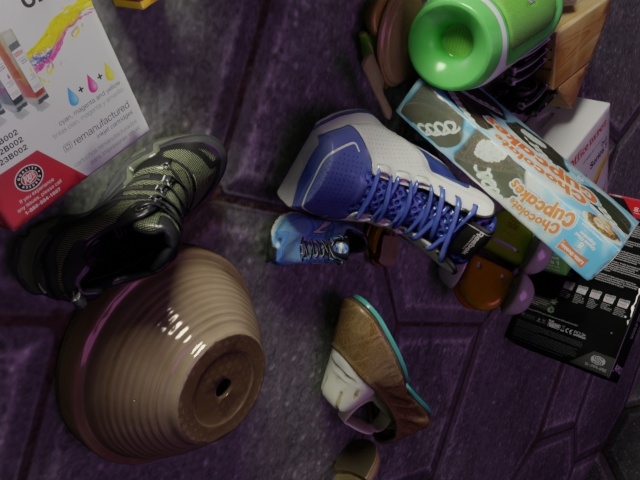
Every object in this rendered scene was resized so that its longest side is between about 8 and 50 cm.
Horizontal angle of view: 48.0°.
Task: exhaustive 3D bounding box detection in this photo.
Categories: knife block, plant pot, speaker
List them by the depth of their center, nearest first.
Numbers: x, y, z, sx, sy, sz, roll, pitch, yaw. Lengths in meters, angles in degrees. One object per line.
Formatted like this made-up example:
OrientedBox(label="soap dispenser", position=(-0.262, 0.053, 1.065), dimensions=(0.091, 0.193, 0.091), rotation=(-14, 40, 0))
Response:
OrientedBox(label="plant pot", position=(-0.133, 0.130, 0.730), dimensions=(0.237, 0.110, 0.237), rotation=(-28, 128, -44))
OrientedBox(label="speaker", position=(0.230, -0.293, 0.960), dimensions=(0.296, 0.131, 0.131), rotation=(-39, 134, -47))
OrientedBox(label="knife block", position=(0.363, -0.326, 1.172), dimensions=(0.242, 0.088, 0.275), rotation=(25, 87, -54))

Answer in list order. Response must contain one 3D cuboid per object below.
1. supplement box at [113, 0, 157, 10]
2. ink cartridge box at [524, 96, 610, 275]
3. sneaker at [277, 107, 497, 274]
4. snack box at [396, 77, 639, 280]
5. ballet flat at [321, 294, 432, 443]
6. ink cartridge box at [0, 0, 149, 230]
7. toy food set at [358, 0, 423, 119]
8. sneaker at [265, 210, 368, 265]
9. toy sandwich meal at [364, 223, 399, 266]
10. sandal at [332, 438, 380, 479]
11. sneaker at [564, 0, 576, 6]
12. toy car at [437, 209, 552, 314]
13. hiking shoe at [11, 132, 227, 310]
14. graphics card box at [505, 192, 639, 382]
OrientedBox(label="supplement box", position=(-0.152, -0.240, 0.586), dimensions=(0.055, 0.043, 0.083), rotation=(-45, 136, -30))
OrientedBox(label="ink cartridge box", position=(0.456, -0.107, 1.369), dimensions=(0.201, 0.117, 0.278), rotation=(-45, 137, -30))
OrientedBox(label="sneaker", position=(0.116, -0.053, 0.880), dimensions=(0.316, 0.182, 0.127), rotation=(2, 123, -52))
OrientedBox(label="snack box", position=(0.266, -0.096, 0.951), dimensions=(0.060, 0.322, 0.187), rotation=(-53, 164, 29))
OrientedBox(label="ballet flat", position=(0.071, 0.213, 1.053), dimensions=(0.124, 0.116, 0.342), rotation=(-39, 141, -8))
OrientedBox(label="ink cartridge box", position=(-0.227, -0.123, 0.474), dimensions=(0.128, 0.127, 0.176), rotation=(-45, 136, -29))
OrientedBox(label="toy food set", position=(0.093, -0.261, 0.906), dimensions=(0.192, 0.039, 0.132), rotation=(-63, 151, -18))
OrientedBox(label="sneaker", position=(0.000, 0.000, 0.869), dimensions=(0.162, 0.073, 0.063), rotation=(-14, 117, -49))
OrientedBox(label="toy sandwich meal", position=(0.092, -0.003, 1.024), dimensions=(0.086, 0.029, 0.085), rotation=(-26, 126, -43))
OrientedBox(label="sandal", position=(0.026, 0.419, 1.088), dimensions=(0.240, 0.088, 0.079), rotation=(-49, 133, -33))
OrientedBox(label="sneaker", position=(0.339, -0.432, 1.111), dimensions=(0.215, 0.084, 0.083), rotation=(10, 85, -57))
OrientedBox(label="toy car", position=(0.289, 0.037, 1.223), dimensions=(0.182, 0.159, 0.136), rotation=(-63, 178, -10))
OrientedBox(label="hiking shoe", position=(-0.148, -0.015, 0.636), dimensions=(0.227, 0.114, 0.086), rotation=(-44, 137, -31))
OrientedBox(label="graphics card box", position=(0.571, 0.085, 1.511), dimensions=(0.094, 0.233, 0.370), rotation=(33, 79, -54))
